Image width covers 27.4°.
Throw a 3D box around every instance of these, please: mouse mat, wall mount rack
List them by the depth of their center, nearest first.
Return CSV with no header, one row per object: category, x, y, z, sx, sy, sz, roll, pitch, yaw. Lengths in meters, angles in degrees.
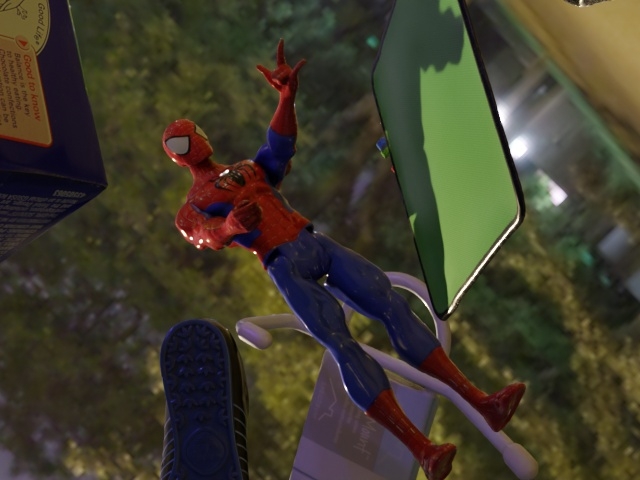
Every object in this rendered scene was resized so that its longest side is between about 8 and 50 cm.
mouse mat,0.057,-0.053,0.643,0.190,0.007,0.153,107,150,-72
wall mount rack,0.041,0.212,1.082,0.304,0.350,0.130,22,-166,32

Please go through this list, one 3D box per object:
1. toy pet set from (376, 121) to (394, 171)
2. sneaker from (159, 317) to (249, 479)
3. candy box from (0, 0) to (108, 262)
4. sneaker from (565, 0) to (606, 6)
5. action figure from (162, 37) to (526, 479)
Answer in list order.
toy pet set,0.086,-0.147,1.448,0.065,0.114,0.122,39,178,15
sneaker,-0.091,0.179,1.069,0.090,0.081,0.232,39,-128,-80
candy box,-0.270,-0.081,0.682,0.122,0.317,0.268,10,-121,-48
sneaker,0.254,-0.259,1.221,0.090,0.095,0.235,22,-174,36
action figure,0.000,0.000,0.771,0.280,0.091,0.139,42,152,22
